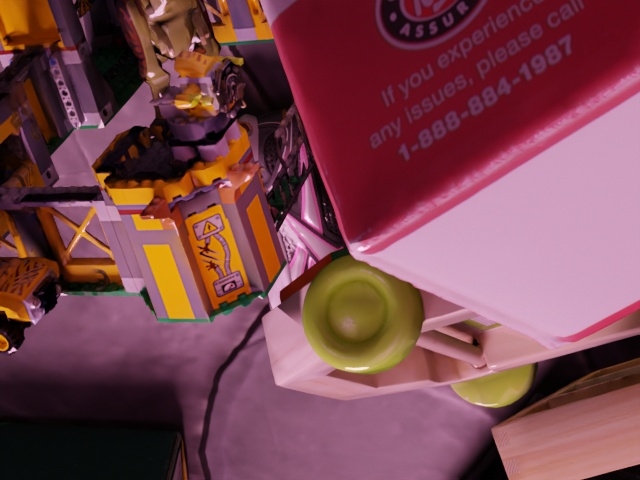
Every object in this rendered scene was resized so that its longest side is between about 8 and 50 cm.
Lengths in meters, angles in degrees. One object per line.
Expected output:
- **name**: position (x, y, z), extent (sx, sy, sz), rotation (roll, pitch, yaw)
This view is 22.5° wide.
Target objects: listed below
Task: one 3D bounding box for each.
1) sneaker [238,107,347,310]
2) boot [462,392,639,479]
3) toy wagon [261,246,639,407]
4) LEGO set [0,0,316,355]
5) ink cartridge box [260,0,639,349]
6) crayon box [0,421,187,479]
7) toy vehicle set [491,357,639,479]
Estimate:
- **sneaker**: position (0.000, 0.000, 0.930), extent (0.077, 0.072, 0.178), rotation (-17, 128, 4)
- **boot**: position (0.247, 0.326, 1.068), extent (0.445, 0.146, 0.367), rotation (20, 112, -15)
- **toy wagon**: position (0.150, 0.020, 0.838), extent (0.344, 0.068, 0.267), rotation (-18, 165, 16)
- **LEGO set**: position (-0.095, -0.122, 0.722), extent (0.255, 0.331, 0.192), rotation (5, 127, 32)
- **ink cartridge box**: position (0.097, -0.201, 0.571), extent (0.279, 0.384, 0.160), rotation (-33, 149, 24)
- **crayon box**: position (-0.244, 0.292, 1.133), extent (0.313, 0.106, 0.363), rotation (2, 125, 5)
- **toy vehicle set**: position (0.232, 0.056, 0.771), extent (0.267, 0.166, 0.035), rotation (-20, 86, 25)
